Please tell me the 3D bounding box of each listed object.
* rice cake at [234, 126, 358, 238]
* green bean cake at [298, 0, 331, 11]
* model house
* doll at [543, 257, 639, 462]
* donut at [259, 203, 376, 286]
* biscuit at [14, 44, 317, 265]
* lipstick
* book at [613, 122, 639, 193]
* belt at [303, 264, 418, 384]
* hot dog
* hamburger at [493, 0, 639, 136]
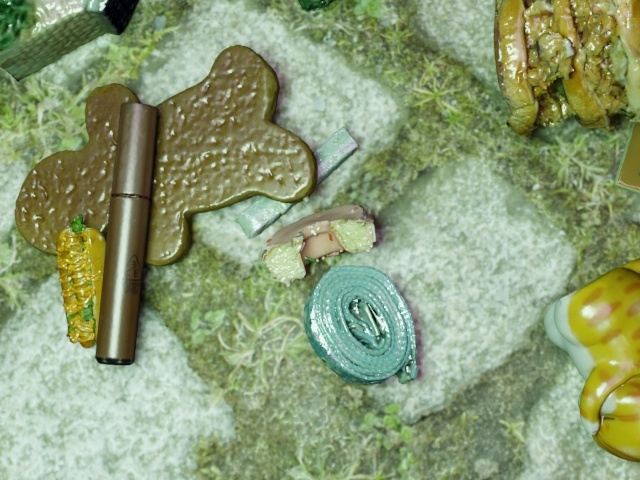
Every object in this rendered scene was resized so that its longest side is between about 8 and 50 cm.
[{"bbox_3d":[-0.033,-0.082,1.381,0.211,0.034,0.043,-41,77,-5],"label":"rice cake"},{"bbox_3d":[0.078,-0.424,1.406,0.209,0.107,0.193,12,79,3],"label":"green bean cake"},{"bbox_3d":[-0.392,-0.426,1.363,0.284,0.243,0.298,-25,91,-7],"label":"model house"},{"bbox_3d":[0.395,0.164,1.256,0.162,0.166,0.269,-12,82,2],"label":"doll"},{"bbox_3d":[0.000,0.000,1.332,0.166,0.117,0.065,-18,107,8],"label":"donut"},{"bbox_3d":[-0.235,-0.103,1.376,0.432,0.064,0.282,-25,79,7],"label":"biscuit"},{"bbox_3d":[-0.264,-0.009,1.307,0.057,0.057,0.356,4,84,3],"label":"lipstick"},{"bbox_3d":[0.564,-0.182,1.381,0.208,0.020,0.295,19,81,6],"label":"book"},{"bbox_3d":[0.051,0.117,1.317,0.148,0.082,0.162,0,76,-8],"label":"belt"},{"bbox_3d":[-0.328,0.060,1.327,0.072,0.055,0.188,1,107,13],"label":"hot dog"},{"bbox_3d":[0.345,-0.253,1.309,0.212,0.260,0.245,-12,35,15],"label":"hamburger"}]
